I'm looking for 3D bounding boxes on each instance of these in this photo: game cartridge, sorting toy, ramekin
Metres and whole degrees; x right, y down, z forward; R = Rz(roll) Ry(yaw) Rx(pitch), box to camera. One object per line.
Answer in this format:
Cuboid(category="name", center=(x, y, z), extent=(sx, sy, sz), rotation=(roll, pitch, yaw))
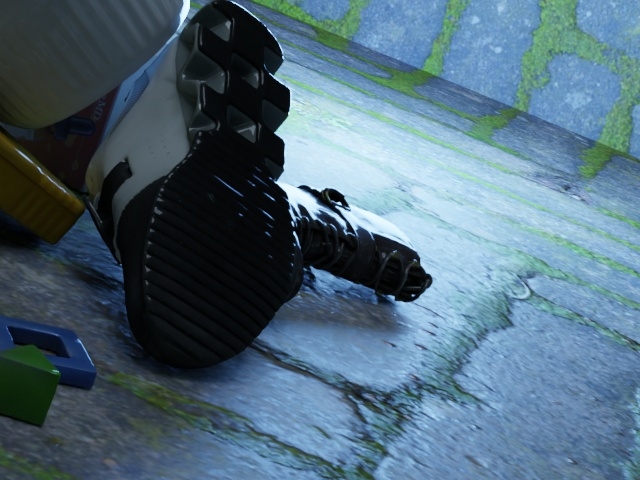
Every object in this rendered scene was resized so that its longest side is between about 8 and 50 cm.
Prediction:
Cuboid(category="game cartridge", center=(-0.327, -0.141, 1.190), extent=(0.285, 0.053, 0.323), rotation=(39, -1, 40))
Cuboid(category="sorting toy", center=(-0.286, 0.016, 0.939), extent=(0.347, 0.047, 0.196), rotation=(18, 14, -12))
Cuboid(category="ramekin", center=(-0.196, -0.176, 1.274), extent=(0.109, 0.207, 0.207), rotation=(54, 0, -23))

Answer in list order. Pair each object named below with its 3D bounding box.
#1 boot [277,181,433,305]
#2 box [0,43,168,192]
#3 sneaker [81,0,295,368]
Cuboid(category="boot", center=(0.000, 0.000, 1.362), extent=(0.229, 0.091, 0.263), rotation=(22, 18, -32))
Cuboid(category="box", center=(-0.209, -0.130, 1.444), extent=(0.170, 0.130, 0.091), rotation=(29, 15, 32))
Cuboid(category="sneaker", center=(-0.104, -0.019, 1.195), extent=(0.122, 0.146, 0.330), rotation=(40, 34, -27))
